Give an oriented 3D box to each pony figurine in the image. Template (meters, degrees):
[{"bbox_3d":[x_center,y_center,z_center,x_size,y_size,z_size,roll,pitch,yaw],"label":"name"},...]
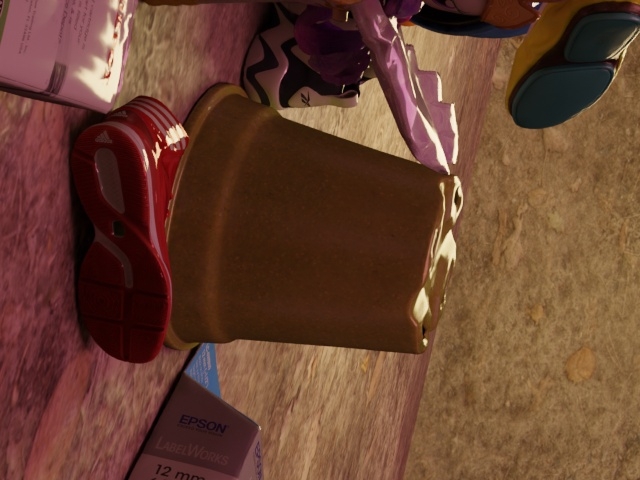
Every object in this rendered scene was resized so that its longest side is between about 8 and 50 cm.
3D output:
[{"bbox_3d":[0.023,-0.206,1.021,0.351,0.363,0.303,-22,122,-74],"label":"pony figurine"}]

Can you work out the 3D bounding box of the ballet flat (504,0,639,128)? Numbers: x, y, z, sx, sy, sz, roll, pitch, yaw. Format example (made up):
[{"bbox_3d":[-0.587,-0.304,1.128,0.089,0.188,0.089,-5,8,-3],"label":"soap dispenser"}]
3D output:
[{"bbox_3d":[0.189,-0.155,0.991,0.231,0.077,0.077,110,-22,-74],"label":"ballet flat"}]

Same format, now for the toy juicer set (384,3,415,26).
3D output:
[{"bbox_3d":[0.057,-0.389,1.634,0.329,0.089,0.209,38,71,-47],"label":"toy juicer set"}]

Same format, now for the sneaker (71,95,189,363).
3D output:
[{"bbox_3d":[-0.140,-0.015,1.113,0.128,0.087,0.221,-56,155,-55],"label":"sneaker"}]

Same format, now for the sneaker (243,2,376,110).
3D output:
[{"bbox_3d":[0.022,-0.235,1.447,0.094,0.153,0.235,83,22,-54],"label":"sneaker"}]

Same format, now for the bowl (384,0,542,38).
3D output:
[{"bbox_3d":[0.138,-0.391,1.348,0.077,0.391,0.391,-21,129,-35],"label":"bowl"}]

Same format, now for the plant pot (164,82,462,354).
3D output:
[{"bbox_3d":[0.000,0.000,1.335,0.276,0.254,0.276,11,90,-76],"label":"plant pot"}]

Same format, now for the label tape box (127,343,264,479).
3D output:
[{"bbox_3d":[-0.122,0.303,1.391,0.348,0.115,0.249,-63,160,-44],"label":"label tape box"}]

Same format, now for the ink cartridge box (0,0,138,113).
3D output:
[{"bbox_3d":[-0.185,-0.169,0.776,0.219,0.092,0.160,11,91,-77],"label":"ink cartridge box"}]
